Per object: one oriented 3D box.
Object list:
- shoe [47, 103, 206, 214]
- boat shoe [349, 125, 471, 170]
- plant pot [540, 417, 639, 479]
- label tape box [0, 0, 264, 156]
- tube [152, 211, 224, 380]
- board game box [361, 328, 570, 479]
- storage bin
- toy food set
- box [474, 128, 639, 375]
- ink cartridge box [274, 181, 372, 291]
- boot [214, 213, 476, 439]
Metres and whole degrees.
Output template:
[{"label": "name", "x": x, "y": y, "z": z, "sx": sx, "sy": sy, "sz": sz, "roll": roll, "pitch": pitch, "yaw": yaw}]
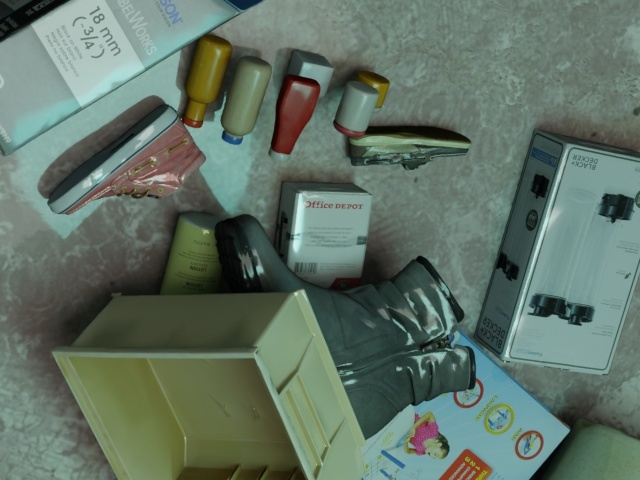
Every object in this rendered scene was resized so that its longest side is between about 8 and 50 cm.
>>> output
[{"label": "shoe", "x": -0.214, "y": -0.068, "z": 1.567, "sx": 0.178, "sy": 0.063, "sz": 0.081, "roll": -40, "pitch": 112, "yaw": -10}, {"label": "boat shoe", "x": 0.106, "y": -0.110, "z": 1.689, "sx": 0.152, "sy": 0.056, "sz": 0.049, "roll": 2, "pitch": 111, "yaw": -12}, {"label": "plant pot", "x": 0.380, "y": 0.413, "z": 1.839, "sx": 0.334, "sy": 0.334, "sz": 0.305, "roll": 28, "pitch": 83, "yaw": -26}, {"label": "label tape box", "x": -0.218, "y": -0.232, "z": 1.416, "sx": 0.334, "sy": 0.240, "sz": 0.106, "roll": -33, "pitch": 114, "yaw": -10}, {"label": "tube", "x": -0.158, "y": 0.087, "z": 1.643, "sx": 0.062, "sy": 0.070, "sz": 0.240, "roll": -14, "pitch": 123, "yaw": -57}, {"label": "board game box", "x": 0.114, "y": 0.261, "z": 1.788, "sx": 0.302, "sy": 0.086, "sz": 0.308, "roll": 42, "pitch": 89, "yaw": -27}, {"label": "storage bin", "x": -0.113, "y": 0.188, "z": 1.539, "sx": 0.123, "sy": 0.262, "sz": 0.260, "roll": -55, "pitch": 133, "yaw": -47}, {"label": "toy food set", "x": -0.034, "y": -0.150, "z": 1.590, "sx": 0.232, "sy": 0.111, "sz": 0.104, "roll": 9, "pitch": 115, "yaw": -25}, {"label": "box", "x": 0.320, "y": 0.018, "z": 1.792, "sx": 0.169, "sy": 0.087, "sz": 0.290, "roll": 8, "pitch": 103, "yaw": -24}, {"label": "ink cartridge box", "x": 0.000, "y": 0.000, "z": 1.677, "sx": 0.099, "sy": 0.056, "sz": 0.135, "roll": 2, "pitch": 106, "yaw": -22}, {"label": "boot", "x": 0.033, "y": 0.072, "z": 1.616, "sx": 0.223, "sy": 0.118, "sz": 0.338, "roll": -30, "pitch": 117, "yaw": -8}]
